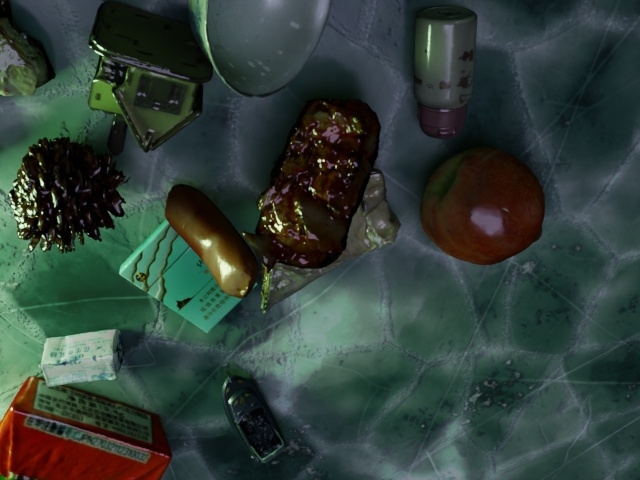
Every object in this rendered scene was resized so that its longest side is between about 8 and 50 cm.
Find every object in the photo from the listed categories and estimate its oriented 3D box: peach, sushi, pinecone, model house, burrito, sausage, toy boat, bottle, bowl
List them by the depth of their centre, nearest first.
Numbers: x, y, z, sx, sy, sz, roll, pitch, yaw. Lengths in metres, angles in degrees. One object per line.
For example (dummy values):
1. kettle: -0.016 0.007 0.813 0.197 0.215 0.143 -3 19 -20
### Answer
1. bowl: -0.128 -0.406 1.458 0.146 0.313 0.313 24 123 29
2. sushi: -0.563 -0.353 1.465 0.134 0.109 0.273 -19 120 3
3. model house: -0.314 -0.228 1.520 0.205 0.218 0.278 14 121 -14
4. pinecone: -0.448 -0.077 1.583 0.221 0.221 0.221 -4 120 -6
5. sushi: -0.018 -0.096 1.599 0.196 0.182 0.343 20 89 12
6. bottle: 0.224 -0.299 1.612 0.110 0.110 0.233 -5 121 -5
7. sausage: -0.195 -0.006 1.621 0.083 0.300 0.089 5 122 -45
8. peach: 0.325 -0.055 1.703 0.257 0.232 0.232 35 109 -26
9. burrito: -0.007 -0.010 1.747 0.348 0.107 0.175 -30 104 6
10. toy boat: -0.153 0.393 1.956 0.093 0.103 0.246 -32 116 -18

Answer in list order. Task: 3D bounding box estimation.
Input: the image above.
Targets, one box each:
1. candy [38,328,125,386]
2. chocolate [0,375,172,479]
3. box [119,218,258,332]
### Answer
1. candy: -0.489 0.243 1.824 0.160 0.092 0.073 -8 122 -2
2. chocolate: -0.541 0.490 1.916 0.360 0.161 0.341 22 114 -20
3. box: -0.264 0.070 1.786 0.229 0.041 0.162 39 107 -25
